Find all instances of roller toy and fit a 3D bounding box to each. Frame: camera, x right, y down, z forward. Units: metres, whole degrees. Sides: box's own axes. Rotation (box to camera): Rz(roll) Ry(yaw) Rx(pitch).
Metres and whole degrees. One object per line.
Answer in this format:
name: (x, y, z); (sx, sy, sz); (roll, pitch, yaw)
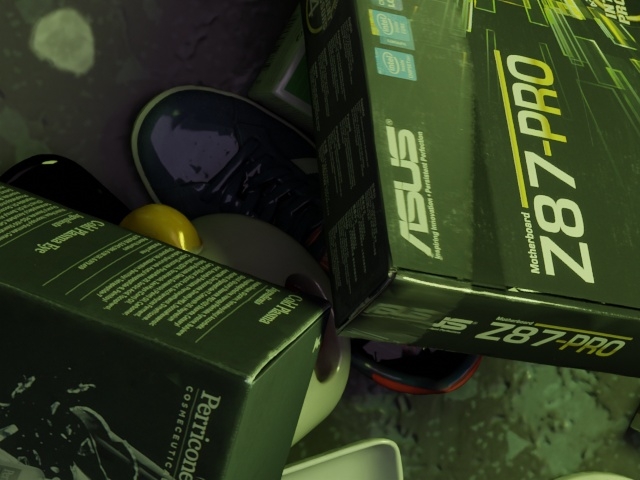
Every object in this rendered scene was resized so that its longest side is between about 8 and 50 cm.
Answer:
roller toy: (-0.086, 0.085, 1.206); (0.191, 0.146, 0.209); (34, 126, 18)

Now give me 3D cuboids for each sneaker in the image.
sneaker: (0.000, 0.000, 1.276); (0.350, 0.148, 0.131); (38, 86, -13)

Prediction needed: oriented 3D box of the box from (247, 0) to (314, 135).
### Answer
box: (0.008, -0.141, 1.289); (0.087, 0.102, 0.101); (30, 87, -15)

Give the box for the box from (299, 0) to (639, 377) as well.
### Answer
box: (0.147, -0.098, 1.195); (0.318, 0.097, 0.394); (10, 56, -24)

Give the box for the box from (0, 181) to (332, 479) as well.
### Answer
box: (-0.200, 0.162, 1.077); (0.313, 0.179, 0.343); (19, 108, 11)

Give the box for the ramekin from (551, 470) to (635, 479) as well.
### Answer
ramekin: (0.253, 0.316, 1.382); (0.207, 0.109, 0.207); (-1, 96, -12)

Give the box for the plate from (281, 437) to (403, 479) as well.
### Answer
plate: (-0.060, 0.293, 1.300); (0.277, 0.045, 0.278); (-15, 124, -10)

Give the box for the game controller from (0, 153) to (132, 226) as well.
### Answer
game controller: (-0.273, 0.080, 1.246); (0.319, 0.067, 0.166); (-49, 136, -5)

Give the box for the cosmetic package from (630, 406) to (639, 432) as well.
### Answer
cosmetic package: (0.334, 0.133, 1.418); (0.060, 0.041, 0.115); (29, 88, -13)
